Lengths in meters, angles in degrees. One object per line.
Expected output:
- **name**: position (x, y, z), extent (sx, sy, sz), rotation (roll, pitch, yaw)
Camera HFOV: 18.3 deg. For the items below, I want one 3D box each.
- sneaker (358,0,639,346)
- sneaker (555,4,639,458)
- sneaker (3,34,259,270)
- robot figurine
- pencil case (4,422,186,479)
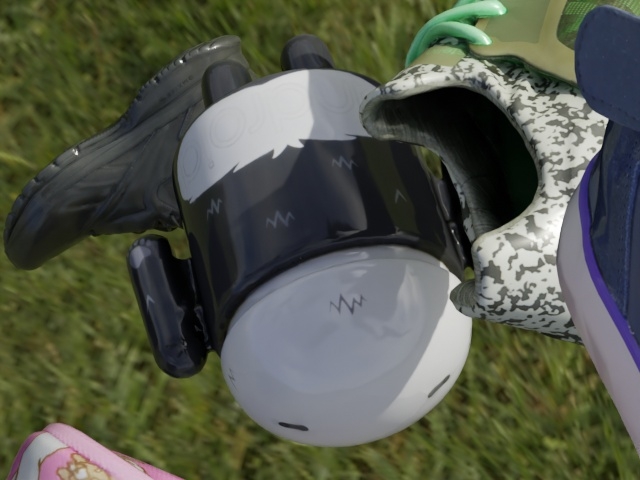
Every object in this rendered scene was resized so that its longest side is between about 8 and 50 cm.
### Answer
- **sneaker**: position (0.108, -0.095, 1.061), extent (0.182, 0.158, 0.410), rotation (7, 40, -20)
- **sneaker**: position (0.195, 0.028, 0.572), extent (0.130, 0.236, 0.322), rotation (-10, 56, -28)
- **sneaker**: position (-0.151, -0.048, 1.679), extent (0.286, 0.109, 0.130), rotation (-37, 92, 23)
- **robot figurine**: position (-0.001, 0.002, 1.307), extent (0.209, 0.174, 0.278), rotation (-42, 49, 34)
- **pencil case**: position (-0.134, 0.243, 0.649), extent (0.167, 0.160, 0.386), rotation (32, 73, 6)
